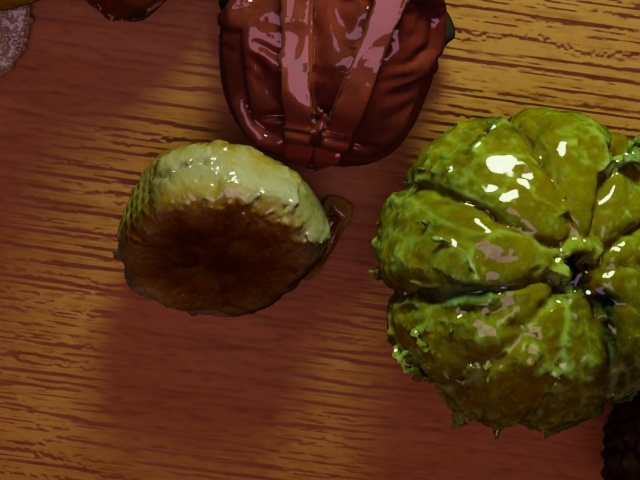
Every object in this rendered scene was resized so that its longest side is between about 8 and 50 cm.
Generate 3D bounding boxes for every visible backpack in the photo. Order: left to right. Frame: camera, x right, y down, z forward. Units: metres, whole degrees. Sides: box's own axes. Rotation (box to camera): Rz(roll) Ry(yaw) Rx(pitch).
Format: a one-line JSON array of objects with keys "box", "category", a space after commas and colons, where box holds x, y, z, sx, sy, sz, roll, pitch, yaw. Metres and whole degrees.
[{"box": [0.009, -0.169, 1.649, 0.229, 0.139, 0.229, 0, 106, 1], "category": "backpack"}]

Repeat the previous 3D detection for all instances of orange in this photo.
[{"box": [0.196, 0.030, 1.652, 0.300, 0.223, 0.301, -9, 92, -11], "category": "orange"}]

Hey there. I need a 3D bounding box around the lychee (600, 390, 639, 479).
[{"box": [0.390, 0.204, 1.696, 0.267, 0.267, 0.267, 0, 106, 0], "category": "lychee"}]

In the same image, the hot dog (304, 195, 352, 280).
[{"box": [0.000, 0.000, 1.751, 0.030, 0.034, 0.090, 28, 105, -6], "category": "hot dog"}]

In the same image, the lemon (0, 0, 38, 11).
[{"box": [-0.296, -0.331, 1.528, 0.297, 0.297, 0.297, 0, 106, 0], "category": "lemon"}]

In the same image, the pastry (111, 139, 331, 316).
[{"box": [-0.090, -0.010, 1.690, 0.182, 0.093, 0.192, 24, 134, -18], "category": "pastry"}]

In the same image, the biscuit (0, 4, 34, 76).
[{"box": [-0.346, -0.213, 1.701, 0.152, 0.020, 0.152, 0, 105, -1], "category": "biscuit"}]

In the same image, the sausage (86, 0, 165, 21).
[{"box": [-0.090, -0.328, 1.628, 0.330, 0.102, 0.102, -40, 102, 11], "category": "sausage"}]
